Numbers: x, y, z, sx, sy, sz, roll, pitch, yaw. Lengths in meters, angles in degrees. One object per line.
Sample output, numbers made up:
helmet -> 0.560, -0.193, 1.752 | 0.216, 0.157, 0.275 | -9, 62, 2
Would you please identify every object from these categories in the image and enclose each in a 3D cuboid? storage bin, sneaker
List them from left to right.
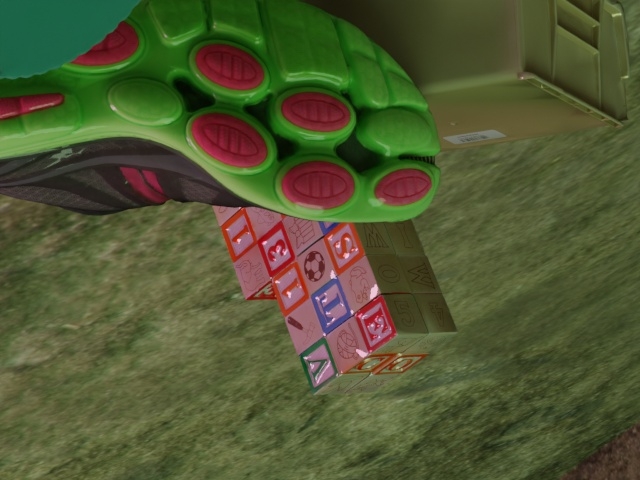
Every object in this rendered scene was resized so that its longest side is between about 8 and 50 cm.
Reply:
sneaker -> -0.135, -0.110, 1.616 | 0.482, 0.185, 0.202 | 10, 171, -2
storage bin -> 0.117, -0.160, 1.747 | 0.262, 0.123, 0.260 | -8, 169, 27

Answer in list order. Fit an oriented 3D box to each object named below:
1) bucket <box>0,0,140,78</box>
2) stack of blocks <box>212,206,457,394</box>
bucket -> -0.209, -0.239, 1.128 | 0.281, 0.183, 0.281 | -42, 147, -35
stack of blocks -> 0.000, 0.000, 1.909 | 0.087, 0.297, 0.171 | 1, 150, -44
